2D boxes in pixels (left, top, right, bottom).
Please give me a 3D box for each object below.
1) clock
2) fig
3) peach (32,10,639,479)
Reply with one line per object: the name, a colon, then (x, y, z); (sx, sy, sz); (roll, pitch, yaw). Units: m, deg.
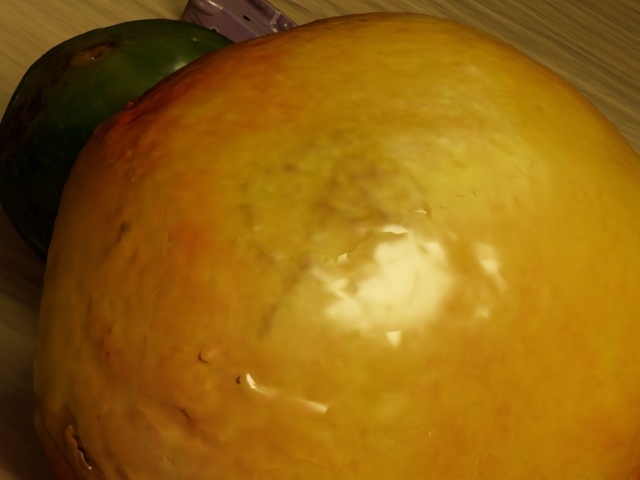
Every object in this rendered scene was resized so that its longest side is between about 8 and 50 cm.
clock: (-0.064, -0.178, 1.734); (0.152, 0.050, 0.110); (39, 22, 14)
fig: (-0.096, -0.021, 1.234); (0.245, 0.195, 0.195); (64, 17, -14)
peach: (0.032, 0.042, 1.029); (0.372, 0.290, 0.373); (9, 42, -8)
